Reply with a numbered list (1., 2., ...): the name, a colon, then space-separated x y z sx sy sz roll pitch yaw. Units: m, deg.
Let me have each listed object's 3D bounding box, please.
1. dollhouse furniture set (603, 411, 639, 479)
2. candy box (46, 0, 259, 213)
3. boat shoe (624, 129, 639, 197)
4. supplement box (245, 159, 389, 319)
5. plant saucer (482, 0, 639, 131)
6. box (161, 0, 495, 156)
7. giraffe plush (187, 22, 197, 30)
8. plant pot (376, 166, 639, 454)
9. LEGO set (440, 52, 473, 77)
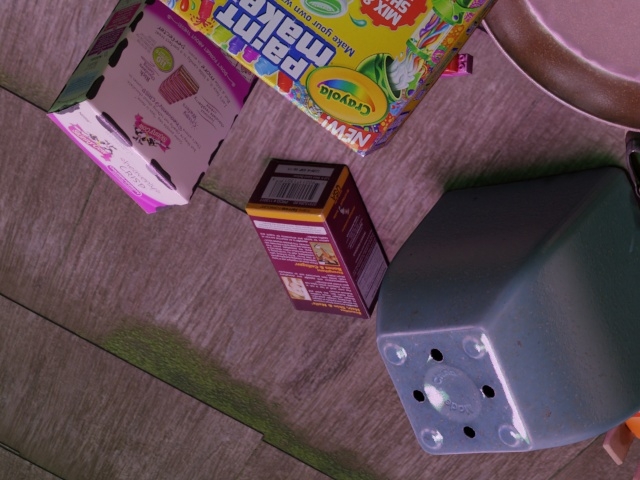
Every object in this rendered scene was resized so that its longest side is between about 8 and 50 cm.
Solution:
1. dollhouse furniture set: 0.436 0.214 2.148 0.262 0.135 0.259 -8 134 42
2. candy box: -0.160 -0.167 1.950 0.071 0.233 0.159 -13 129 45
3. boat shoe: 0.342 -0.058 1.916 0.056 0.049 0.152 -5 136 39
4. supplement box: 0.000 0.000 2.210 0.104 0.081 0.188 6 142 28
5. plant saucer: 0.278 -0.228 1.702 0.310 0.050 0.310 21 143 17
6. box: 0.015 -0.267 1.568 0.290 0.279 0.177 37 -171 2
7. giraffe plush: -0.037 -0.286 1.787 0.170 0.210 0.181 5 137 -30
8. plant pot: 0.200 0.100 1.986 0.248 0.252 0.247 -8 113 42
9. LEGO set: 0.033 -0.208 1.873 0.227 0.087 0.093 -2 169 37
